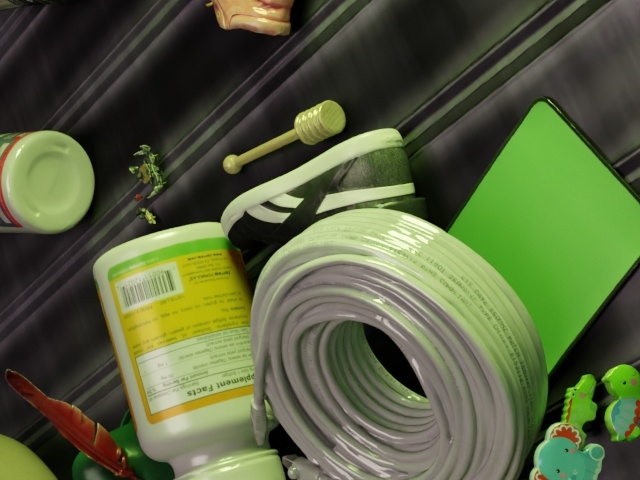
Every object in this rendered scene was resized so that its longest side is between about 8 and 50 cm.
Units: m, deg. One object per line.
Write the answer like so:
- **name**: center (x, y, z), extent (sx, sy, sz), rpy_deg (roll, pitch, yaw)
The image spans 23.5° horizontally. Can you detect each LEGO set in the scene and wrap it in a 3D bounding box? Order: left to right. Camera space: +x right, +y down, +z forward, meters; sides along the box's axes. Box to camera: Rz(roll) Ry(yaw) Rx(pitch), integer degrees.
- **LEGO set**: center (-0.168, -0.058, 1.522), extent (0.054, 0.023, 0.083), rpy_deg (50, 141, 33)

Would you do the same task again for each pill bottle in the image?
- **pill bottle**: center (-0.332, -0.060, 1.631), extent (0.180, 0.108, 0.108), rpy_deg (1, 96, 47)
- **pill bottle**: center (-0.111, 0.119, 1.395), extent (0.136, 0.136, 0.246), rpy_deg (-28, 75, 46)

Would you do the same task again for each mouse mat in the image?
- **mouse mat**: center (0.165, 0.005, 1.176), extent (0.153, 0.007, 0.190), rpy_deg (53, 129, 28)

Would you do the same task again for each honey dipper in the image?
- **honey dipper**: center (-0.038, -0.085, 1.368), extent (0.160, 0.030, 0.031), rpy_deg (-23, 79, 49)

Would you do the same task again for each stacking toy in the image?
- **stacking toy**: center (0.153, 0.188, 1.056), extent (0.167, 0.052, 0.221), rpy_deg (111, -179, -82)

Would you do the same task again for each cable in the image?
- **cable**: center (0.058, 0.100, 1.198), extent (0.257, 0.089, 0.257), rpy_deg (21, 130, 31)

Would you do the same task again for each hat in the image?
- **hat**: center (-0.223, 0.242, 1.497), extent (0.173, 0.183, 0.209), rpy_deg (-46, 63, 41)

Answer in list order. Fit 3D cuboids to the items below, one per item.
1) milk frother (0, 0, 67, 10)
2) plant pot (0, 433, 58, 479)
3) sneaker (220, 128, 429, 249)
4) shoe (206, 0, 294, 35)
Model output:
- **milk frother**: center (-0.315, -0.319, 1.601), extent (0.134, 0.129, 0.143), rpy_deg (3, 55, 47)
- **plant pot**: center (-0.376, 0.317, 1.646), extent (0.284, 0.284, 0.191), rpy_deg (-58, 21, 35)
- **sneaker**: center (0.000, 0.000, 1.301), extent (0.217, 0.079, 0.121), rpy_deg (-29, 75, 45)
- **shoe**: center (-0.089, -0.232, 1.376), extent (0.178, 0.063, 0.081), rpy_deg (18, 103, 40)
